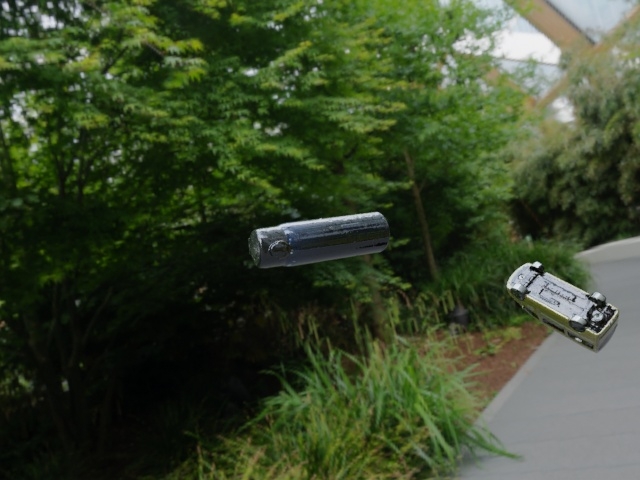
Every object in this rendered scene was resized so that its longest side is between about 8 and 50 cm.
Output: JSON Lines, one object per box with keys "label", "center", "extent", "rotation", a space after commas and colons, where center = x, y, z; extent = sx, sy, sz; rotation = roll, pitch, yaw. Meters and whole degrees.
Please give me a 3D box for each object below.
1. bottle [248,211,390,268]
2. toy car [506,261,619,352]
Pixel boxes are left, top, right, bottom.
{"label": "bottle", "center": [0.000, 0.000, 1.070], "extent": [0.244, 0.072, 0.082], "rotation": [-8, 11, -30]}
{"label": "toy car", "center": [0.572, 0.159, 1.558], "extent": [0.101, 0.124, 0.256], "rotation": [-43, 49, -18]}
